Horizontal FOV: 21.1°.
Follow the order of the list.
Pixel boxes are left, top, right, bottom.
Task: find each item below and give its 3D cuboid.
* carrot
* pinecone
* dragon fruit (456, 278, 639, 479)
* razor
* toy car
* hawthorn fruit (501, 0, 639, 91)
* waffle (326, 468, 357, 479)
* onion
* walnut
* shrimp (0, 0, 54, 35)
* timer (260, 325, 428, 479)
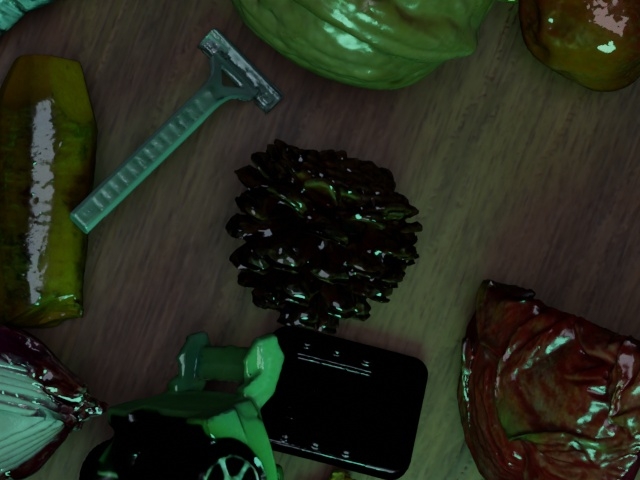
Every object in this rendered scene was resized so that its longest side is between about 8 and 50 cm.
[{"bbox_3d":[-0.305,-0.050,1.887,0.114,0.114,0.302,2,91,-2],"label":"carrot"},{"bbox_3d":[0.000,0.000,1.852,0.221,0.221,0.221,0,90,-2],"label":"pinecone"},{"bbox_3d":[0.290,0.150,1.835,0.240,0.330,0.302,-34,89,-24],"label":"dragon fruit"},{"bbox_3d":[-0.167,-0.111,1.877,0.111,0.056,0.278,45,66,-2],"label":"razor"},{"bbox_3d":[-0.113,0.288,1.787,0.176,0.213,0.359,-18,99,-39],"label":"toy car"},{"bbox_3d":[0.244,-0.265,1.906,0.285,0.165,0.165,16,89,15],"label":"hawthorn fruit"},{"bbox_3d":[-0.116,0.337,1.915,0.293,0.069,0.260,24,91,-5],"label":"waffle"},{"bbox_3d":[-0.362,0.162,1.854,0.283,0.120,0.227,-3,132,8],"label":"onion"},{"bbox_3d":[0.043,-0.315,1.815,0.332,0.333,0.333,0,90,-2],"label":"walnut"},{"bbox_3d":[-0.291,-0.350,1.862,0.372,0.172,0.137,-44,86,5],"label":"shrimp"},{"bbox_3d":[0.018,0.181,1.912,0.187,0.055,0.144,15,64,-1],"label":"timer"}]
